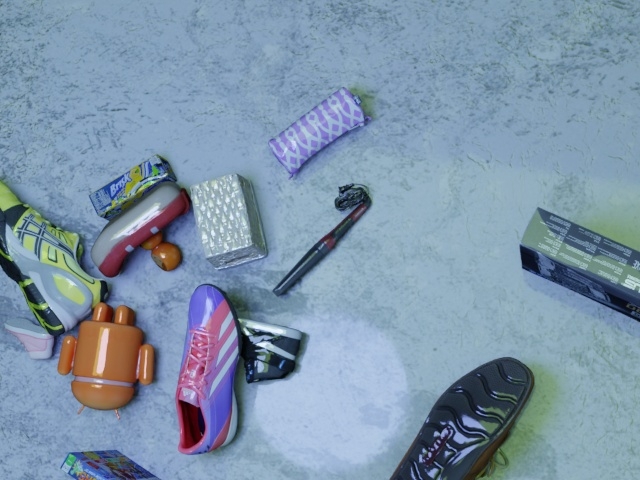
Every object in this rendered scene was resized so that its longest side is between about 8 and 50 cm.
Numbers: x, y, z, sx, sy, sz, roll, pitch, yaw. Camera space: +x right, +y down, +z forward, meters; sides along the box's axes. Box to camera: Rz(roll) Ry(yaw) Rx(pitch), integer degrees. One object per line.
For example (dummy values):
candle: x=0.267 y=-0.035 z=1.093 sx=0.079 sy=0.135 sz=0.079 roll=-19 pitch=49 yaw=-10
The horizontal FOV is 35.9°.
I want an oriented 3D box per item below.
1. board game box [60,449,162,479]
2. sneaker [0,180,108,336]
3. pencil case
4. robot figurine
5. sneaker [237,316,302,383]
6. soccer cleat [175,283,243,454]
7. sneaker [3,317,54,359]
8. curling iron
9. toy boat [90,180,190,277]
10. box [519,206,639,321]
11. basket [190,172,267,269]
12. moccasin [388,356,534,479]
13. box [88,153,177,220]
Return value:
board game box: x=-0.378 y=0.439 z=1.831 sx=0.136 sy=0.201 sz=0.035 roll=29 pitch=87 yaw=17
sneaker: x=-0.572 y=0.019 z=2.011 sx=0.147 sy=0.145 sz=0.385 roll=-28 pitch=69 yaw=-25
pencil case: x=-0.004 y=-0.214 z=1.934 sx=0.206 sy=0.086 sz=0.088 roll=-35 pitch=98 yaw=6
robot figurine: x=-0.417 y=0.233 z=1.919 sx=0.128 sy=0.158 sz=0.220 roll=-6 pitch=74 yaw=53
sneaker: x=-0.151 y=0.208 z=1.886 sx=0.216 sy=0.079 sz=0.121 roll=11 pitch=83 yaw=15
soccer cleat: x=-0.216 y=0.241 z=1.826 sx=0.108 sy=0.116 sz=0.319 roll=7 pitch=101 yaw=31
sneaker: x=-0.593 y=0.204 z=2.003 sx=0.134 sy=0.051 sz=0.070 roll=14 pitch=110 yaw=32
curling iron: x=0.000 y=0.000 z=1.914 sx=0.068 sy=0.035 sz=0.274 roll=37 pitch=89 yaw=21
toy boat: x=-0.338 y=-0.001 z=1.954 sx=0.231 sy=0.151 sz=0.151 roll=-36 pitch=103 yaw=4
box: x=0.495 y=0.060 z=1.682 sx=0.307 sy=0.242 sz=0.077 roll=26 pitch=86 yaw=15
basket: x=-0.183 y=-0.040 z=1.928 sx=0.113 sy=0.103 sz=0.167 roll=-16 pitch=76 yaw=9
moccasin: x=0.248 y=0.372 z=1.743 sx=0.139 sy=0.147 sz=0.380 roll=31 pitch=91 yaw=31
box: x=-0.382 y=-0.107 z=2.009 sx=0.168 sy=0.059 sz=0.054 roll=-30 pitch=76 yaw=6
